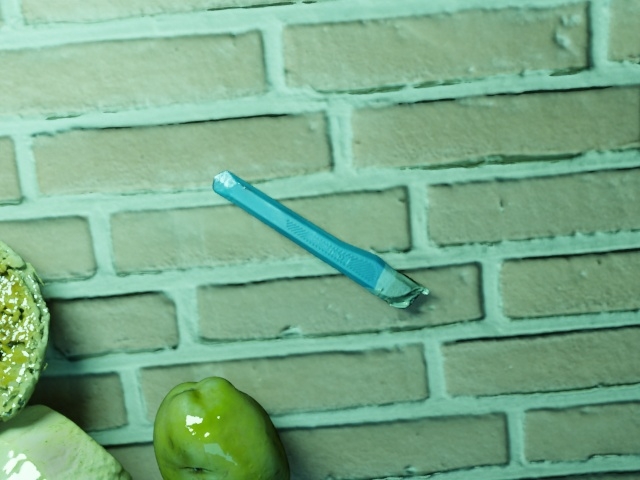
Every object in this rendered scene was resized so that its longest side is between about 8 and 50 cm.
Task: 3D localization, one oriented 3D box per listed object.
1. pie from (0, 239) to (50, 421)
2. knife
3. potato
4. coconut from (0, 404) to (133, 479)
[{"bbox_3d":[-0.442,0.112,0.900,0.274,0.055,0.274,-1,72,4],"label":"pie"},{"bbox_3d":[0.000,0.000,0.957,0.297,0.026,0.044,33,98,-6],"label":"knife"},{"bbox_3d":[-0.121,0.264,0.958,0.155,0.137,0.200,-15,105,3],"label":"potato"},{"bbox_3d":[-0.358,0.334,0.926,0.259,0.259,0.259,0,104,-1],"label":"coconut"}]
